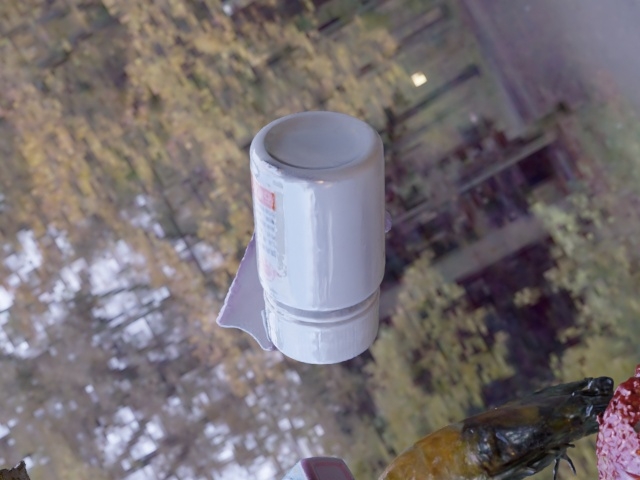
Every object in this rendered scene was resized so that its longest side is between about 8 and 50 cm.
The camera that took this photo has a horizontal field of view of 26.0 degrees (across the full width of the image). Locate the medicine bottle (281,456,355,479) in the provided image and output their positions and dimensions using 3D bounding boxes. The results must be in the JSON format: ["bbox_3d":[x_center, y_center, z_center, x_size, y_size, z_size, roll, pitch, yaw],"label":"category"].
[{"bbox_3d":[-0.025,0.405,1.956,0.094,0.188,0.119,8,-138,-44],"label":"medicine bottle"}]

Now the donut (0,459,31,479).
[{"bbox_3d":[-0.503,0.410,1.910,0.107,0.272,0.272,58,-172,5],"label":"donut"}]

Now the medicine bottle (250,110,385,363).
[{"bbox_3d":[0.000,0.000,1.469,0.144,0.144,0.252,-108,11,-55],"label":"medicine bottle"}]

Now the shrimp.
[{"bbox_3d":[0.273,0.328,1.793,0.272,0.445,0.085,56,166,17],"label":"shrimp"}]

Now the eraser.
[{"bbox_3d":[-0.015,0.042,2.281,0.122,0.272,0.359,25,-177,16],"label":"eraser"}]

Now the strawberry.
[{"bbox_3d":[0.389,0.226,1.633,0.098,0.174,0.228,40,152,27],"label":"strawberry"}]
